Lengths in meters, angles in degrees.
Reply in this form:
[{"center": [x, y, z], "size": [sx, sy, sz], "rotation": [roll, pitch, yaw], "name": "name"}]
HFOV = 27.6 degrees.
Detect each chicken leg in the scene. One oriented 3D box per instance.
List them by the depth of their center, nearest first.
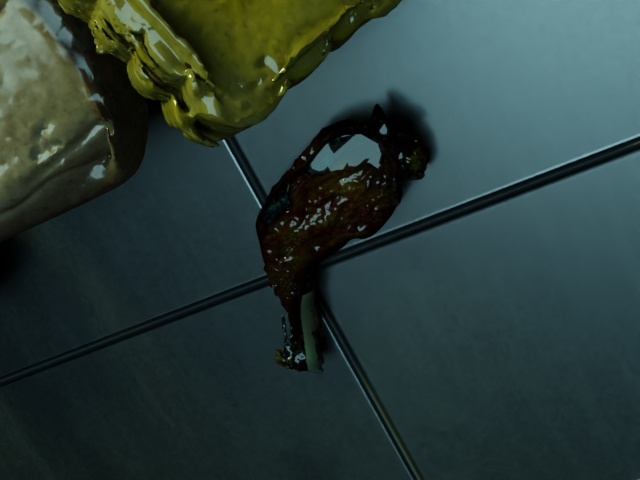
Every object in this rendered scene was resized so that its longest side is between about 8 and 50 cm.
[{"center": [0.000, 0.000, 1.028], "size": [0.106, 0.051, 0.253], "rotation": [24, 124, 2], "name": "chicken leg"}]

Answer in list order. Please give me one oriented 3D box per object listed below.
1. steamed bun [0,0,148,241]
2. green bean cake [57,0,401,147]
[{"center": [-0.279, -0.150, 0.983], "size": [0.251, 0.199, 0.301], "rotation": [-31, 110, 13], "name": "steamed bun"}, {"center": [-0.064, -0.201, 0.854], "size": [0.230, 0.131, 0.224], "rotation": [-45, 99, -12], "name": "green bean cake"}]
